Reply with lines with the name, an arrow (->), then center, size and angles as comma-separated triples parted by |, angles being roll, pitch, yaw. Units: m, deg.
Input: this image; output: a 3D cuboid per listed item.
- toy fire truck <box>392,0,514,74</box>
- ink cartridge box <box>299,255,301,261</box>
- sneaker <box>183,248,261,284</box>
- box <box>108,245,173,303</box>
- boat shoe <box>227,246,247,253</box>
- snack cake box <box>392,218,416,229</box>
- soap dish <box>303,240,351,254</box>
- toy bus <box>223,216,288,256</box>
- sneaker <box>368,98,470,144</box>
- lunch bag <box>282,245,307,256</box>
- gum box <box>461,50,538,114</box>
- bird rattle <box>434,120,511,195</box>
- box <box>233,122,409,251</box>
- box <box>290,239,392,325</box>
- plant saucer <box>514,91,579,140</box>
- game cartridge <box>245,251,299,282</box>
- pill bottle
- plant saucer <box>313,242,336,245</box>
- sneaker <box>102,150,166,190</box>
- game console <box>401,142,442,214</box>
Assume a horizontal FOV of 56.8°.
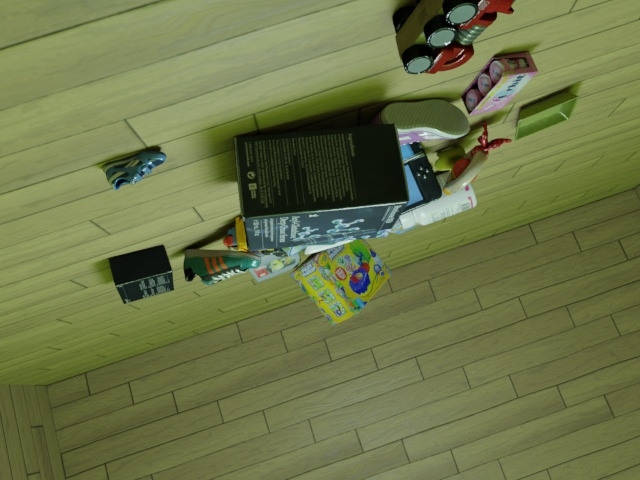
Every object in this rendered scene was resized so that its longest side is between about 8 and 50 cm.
toy fire truck -> 0.283, -0.423, 1.100 | 0.246, 0.158, 0.217 | -1, 159, -24
ink cartridge box -> -0.187, 0.078, 2.444 | 0.127, 0.072, 0.175 | -28, 163, 32
sneaker -> -0.335, 0.094, 2.010 | 0.302, 0.121, 0.108 | 0, 172, 27
box -> -0.603, 0.120, 2.012 | 0.184, 0.103, 0.261 | -18, 166, -18
boat shoe -> -0.262, 0.015, 2.135 | 0.060, 0.064, 0.178 | -24, 162, 27
snack cake box -> 0.395, -0.121, 2.420 | 0.264, 0.089, 0.152 | -27, 164, 27
soap dish -> 0.030, -0.060, 2.120 | 0.229, 0.118, 0.291 | -16, 166, -12
toy bus -> -0.207, -0.013, 1.977 | 0.211, 0.149, 0.220 | -9, 171, 16
sneaker -> 0.249, -0.299, 1.580 | 0.282, 0.102, 0.161 | 0, 162, -25
lunch bag -> -0.036, -0.054, 1.846 | 0.219, 0.090, 0.176 | -32, 157, -32
gum box -> 0.456, -0.401, 1.510 | 0.107, 0.062, 0.188 | -14, 165, -19
bird rattle -> 0.475, -0.237, 1.858 | 0.253, 0.143, 0.207 | -22, -146, 59
box -> -0.007, -0.126, 1.508 | 0.396, 0.212, 0.293 | -7, 164, -6
box -> 0.086, 0.135, 2.394 | 0.177, 0.279, 0.290 | -36, -174, 48
plant saucer -> 0.703, -0.399, 1.869 | 0.188, 0.045, 0.188 | -21, 166, 10
game cartridge -> -0.177, 0.074, 2.226 | 0.196, 0.060, 0.294 | -26, 163, -3
pill bottle -> 0.416, -0.152, 2.189 | 0.283, 0.160, 0.160 | -20, 166, 6
plant saucer -> 0.000, 0.000, 2.035 | 0.192, 0.018, 0.067 | -3, 158, -46
sneaker -> -0.409, -0.156, 1.319 | 0.144, 0.059, 0.053 | -21, 163, 2
game console -> 0.202, -0.175, 1.835 | 0.293, 0.250, 0.173 | -23, -168, 16
